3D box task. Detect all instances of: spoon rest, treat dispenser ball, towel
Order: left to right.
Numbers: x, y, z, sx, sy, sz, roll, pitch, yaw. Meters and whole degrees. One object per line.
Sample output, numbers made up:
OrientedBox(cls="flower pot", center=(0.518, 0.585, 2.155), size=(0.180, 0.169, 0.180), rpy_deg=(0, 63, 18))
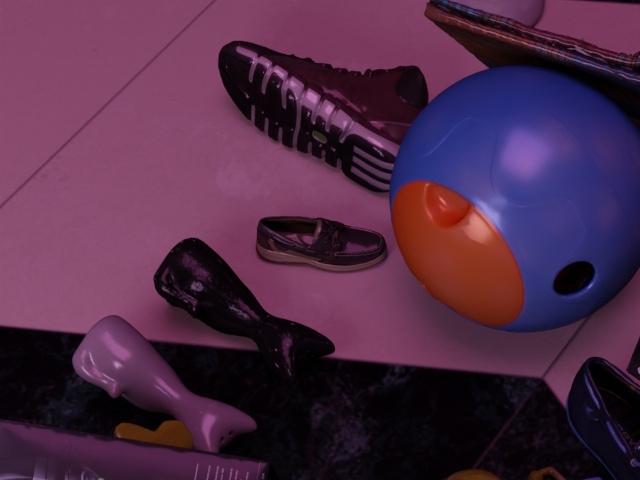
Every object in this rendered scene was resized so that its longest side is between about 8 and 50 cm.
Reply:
OrientedBox(cls="spoon rest", center=(0.209, -0.372, 2.457), size=(0.137, 0.084, 0.276), rpy_deg=(-8, 64, -1))
OrientedBox(cls="treat dispenser ball", center=(0.217, -0.045, 2.039), size=(0.288, 0.288, 0.288), rpy_deg=(-2, 51, 2))
OrientedBox(cls="towel", center=(0.282, -0.197, 2.142), size=(0.271, 0.370, 0.040), rpy_deg=(19, 91, 18))

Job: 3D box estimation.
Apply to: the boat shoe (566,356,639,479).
OrientedBox(cls="boat shoe", center=(0.340, 0.217, 1.928), size=(0.109, 0.089, 0.258), rpy_deg=(-31, 51, -31))

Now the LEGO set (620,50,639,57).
OrientedBox(cls="LEGO set", center=(0.399, -0.216, 2.342), size=(0.083, 0.023, 0.054), rpy_deg=(-23, 54, -31))

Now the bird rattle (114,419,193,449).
OrientedBox(cls="bird rattle", center=(-0.128, 0.307, 1.913), size=(0.253, 0.143, 0.207), rpy_deg=(32, 70, 11))

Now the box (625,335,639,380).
OrientedBox(cls="box", center=(0.500, 0.129, 1.926), size=(0.257, 0.079, 0.322), rpy_deg=(33, 32, 29))

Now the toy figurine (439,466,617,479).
OrientedBox(cls="toy figurine", center=(0.258, 0.279, 1.780), size=(0.191, 0.217, 0.362), rpy_deg=(-12, 45, -23))

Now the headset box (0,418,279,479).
OrientedBox(cls="headset box", center=(-0.199, 0.312, 1.783), size=(0.283, 0.131, 0.246), rpy_deg=(8, 77, 4))

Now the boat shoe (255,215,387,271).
OrientedBox(cls="boat shoe", center=(0.000, 0.000, 2.170), size=(0.152, 0.049, 0.056), rpy_deg=(1, 50, 4))

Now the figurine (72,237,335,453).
OrientedBox(cls="figurine", center=(-0.125, 0.127, 2.058), size=(0.209, 0.092, 0.215), rpy_deg=(33, 60, 22))

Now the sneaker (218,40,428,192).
OrientedBox(cls="sneaker", center=(0.023, -0.179, 2.296), size=(0.281, 0.106, 0.162), rpy_deg=(35, 55, 16))
